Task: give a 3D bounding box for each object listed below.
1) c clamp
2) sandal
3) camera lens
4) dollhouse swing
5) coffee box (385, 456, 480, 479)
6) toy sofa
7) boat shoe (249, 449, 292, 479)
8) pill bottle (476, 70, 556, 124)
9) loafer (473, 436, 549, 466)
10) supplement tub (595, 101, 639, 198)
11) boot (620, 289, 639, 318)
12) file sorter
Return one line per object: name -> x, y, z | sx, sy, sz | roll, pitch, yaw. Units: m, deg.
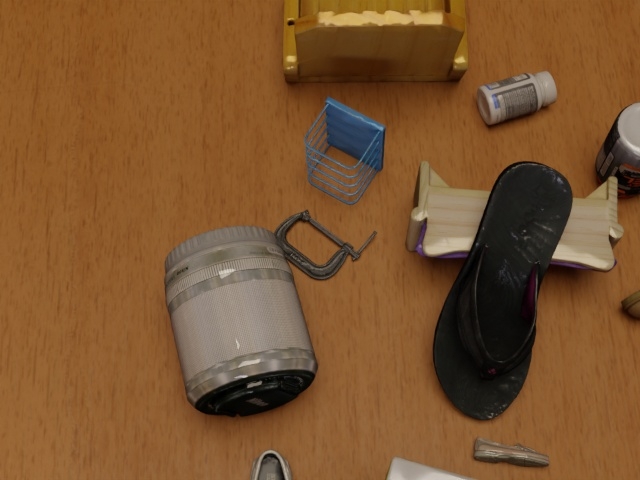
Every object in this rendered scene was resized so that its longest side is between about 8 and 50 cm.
c clamp -> 0.000, 0.000, 1.850 | 0.160, 0.022, 0.137 | 32, 76, 11
sandal -> 0.291, 0.091, 1.644 | 0.167, 0.107, 0.446 | 12, 104, 0
camera lens -> -0.135, 0.140, 1.680 | 0.219, 0.219, 0.274 | -14, 68, -5
dollhouse swing -> 0.102, -0.447, 1.886 | 0.346, 0.305, 0.315 | 0, 67, 1
coffee box -> 0.207, 0.544, 1.442 | 0.334, 0.338, 0.338 | 15, 68, 8
toy sofa -> 0.335, -0.019, 1.784 | 0.362, 0.150, 0.177 | 4, 70, 2
boat shoe -> -0.075, 0.467, 1.612 | 0.096, 0.088, 0.267 | 2, 67, 1
pill bottle -> 0.375, -0.275, 1.931 | 0.137, 0.078, 0.078 | -16, 68, -6
loafer -> 0.319, 0.351, 1.685 | 0.125, 0.045, 0.039 | 5, 60, 5
supplement tub -> 0.564, -0.156, 1.818 | 0.117, 0.190, 0.117 | -1, 67, 1
boot -> 0.668, 0.192, 1.726 | 0.236, 0.089, 0.269 | -12, 69, -4
file sorter -> 0.041, -0.156, 1.834 | 0.118, 0.170, 0.104 | 29, 72, 12
